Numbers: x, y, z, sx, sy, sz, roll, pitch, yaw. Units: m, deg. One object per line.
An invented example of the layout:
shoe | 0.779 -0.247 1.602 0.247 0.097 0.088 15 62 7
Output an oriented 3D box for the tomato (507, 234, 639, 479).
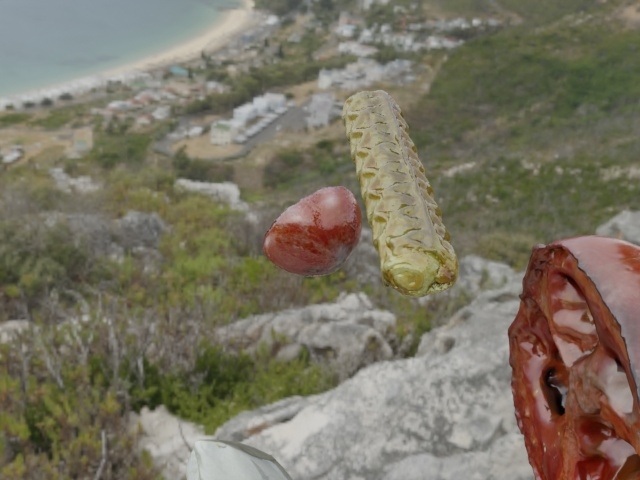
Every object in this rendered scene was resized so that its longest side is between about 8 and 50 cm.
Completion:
tomato | 0.204 0.105 0.519 0.101 0.228 0.228 -10 26 -7

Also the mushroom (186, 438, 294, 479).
mushroom | -0.055 0.340 0.944 0.118 0.103 0.270 8 22 -45

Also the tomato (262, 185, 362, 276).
tomato | 0.000 0.000 1.408 0.189 0.173 0.099 -34 61 -4

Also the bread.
bread | 0.085 -0.069 0.934 0.084 0.077 0.368 -5 39 -4
